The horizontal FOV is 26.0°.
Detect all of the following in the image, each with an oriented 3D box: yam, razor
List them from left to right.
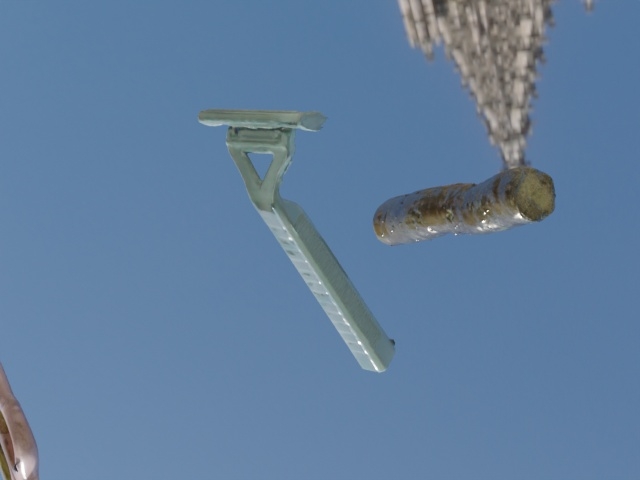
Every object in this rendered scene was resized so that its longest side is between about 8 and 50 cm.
[{"bbox_3d":[-0.005,0.008,1.145,0.111,0.278,0.056,6,-136,41],"label":"razor"},{"bbox_3d":[0.134,-0.031,1.378,0.061,0.253,0.061,3,-97,-30],"label":"yam"}]

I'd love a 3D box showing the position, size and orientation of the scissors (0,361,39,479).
[{"bbox_3d":[-0.249,0.228,1.204,0.024,0.160,0.317,-18,-111,-23],"label":"scissors"}]
